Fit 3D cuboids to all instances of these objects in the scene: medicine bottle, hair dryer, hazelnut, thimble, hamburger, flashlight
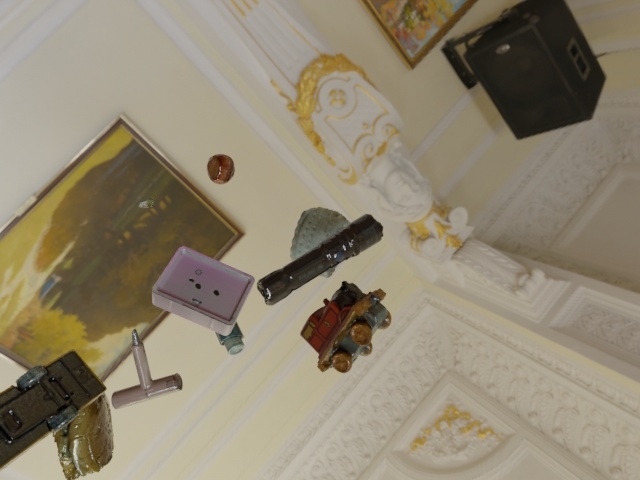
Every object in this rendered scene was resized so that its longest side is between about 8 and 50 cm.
[{"bbox_3d":[-0.337,0.277,1.678,0.124,0.079,0.258,-45,-125,20],"label":"medicine bottle"},{"bbox_3d":[-0.519,0.357,1.311,0.195,0.220,0.053,-18,-157,1],"label":"hair dryer"},{"bbox_3d":[-0.282,-0.203,1.332,0.086,0.086,0.086,-34,-152,21],"label":"hazelnut"},{"bbox_3d":[0.000,0.000,1.697,0.205,0.172,0.250,-38,149,-63],"label":"thimble"},{"bbox_3d":[-0.684,0.517,1.360,0.132,0.211,0.309,-10,-166,-19],"label":"hamburger"},{"bbox_3d":[0.002,0.053,1.379,0.424,0.103,0.103,-30,-160,-22],"label":"flashlight"}]

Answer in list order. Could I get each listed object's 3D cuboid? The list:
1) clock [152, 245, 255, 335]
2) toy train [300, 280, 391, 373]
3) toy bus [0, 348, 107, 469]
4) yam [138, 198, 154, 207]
[{"bbox_3d":[-0.272,0.118,1.097,0.063,0.197,0.150,117,-4,-49],"label":"clock"},{"bbox_3d":[0.076,0.296,1.584,0.163,0.231,0.369,-25,149,-52],"label":"toy train"},{"bbox_3d":[-0.543,0.324,0.808,0.123,0.121,0.335,-39,180,29],"label":"toy bus"},{"bbox_3d":[-0.610,-0.129,1.651,0.129,0.027,0.033,2,-121,57],"label":"yam"}]
